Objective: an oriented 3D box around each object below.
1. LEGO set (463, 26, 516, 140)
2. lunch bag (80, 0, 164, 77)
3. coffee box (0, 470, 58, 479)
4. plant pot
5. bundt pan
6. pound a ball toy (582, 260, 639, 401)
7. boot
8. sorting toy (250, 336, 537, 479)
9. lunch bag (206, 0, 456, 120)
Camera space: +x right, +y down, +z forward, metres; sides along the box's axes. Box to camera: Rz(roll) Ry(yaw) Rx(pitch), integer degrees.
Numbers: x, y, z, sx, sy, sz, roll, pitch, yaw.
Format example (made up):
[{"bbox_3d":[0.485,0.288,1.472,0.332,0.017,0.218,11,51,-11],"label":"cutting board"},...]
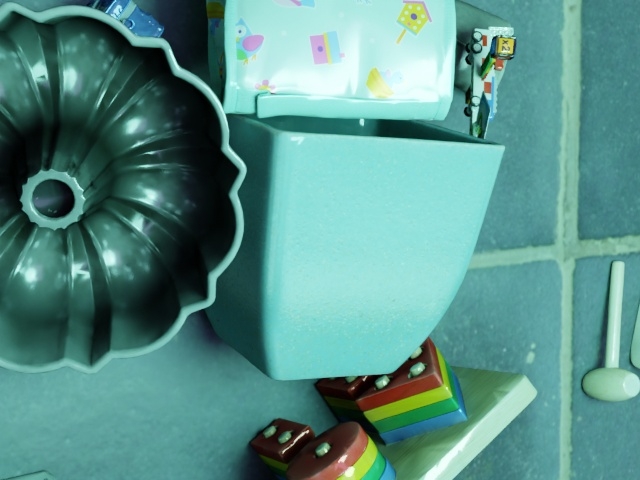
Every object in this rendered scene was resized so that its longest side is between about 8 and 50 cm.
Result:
[{"bbox_3d":[0.175,-0.118,1.160,0.060,0.182,0.244,5,121,-5],"label":"LEGO set"},{"bbox_3d":[-0.198,-0.199,1.032,0.065,0.098,0.067,39,82,-25],"label":"lunch bag"},{"bbox_3d":[-0.274,0.363,1.031,0.098,0.141,0.246,-8,99,-29],"label":"coffee box"},{"bbox_3d":[0.000,0.000,1.094,0.248,0.247,0.252,0,104,-30],"label":"plant pot"},{"bbox_3d":[-0.232,-0.054,0.972,0.331,0.124,0.330,-2,110,-6],"label":"bundt pan"},{"bbox_3d":[0.487,0.071,1.433,0.208,0.136,0.319,12,90,-30],"label":"pound a ball toy"},{"bbox_3d":[0.110,-0.207,1.230,0.209,0.076,0.189,26,85,-36],"label":"boot"},{"bbox_3d":[0.050,0.197,1.135,0.257,0.255,0.089,-39,102,-20],"label":"sorting toy"},{"bbox_3d":[0.004,-0.222,1.037,0.224,0.160,0.262,2,63,-14],"label":"lunch bag"}]
